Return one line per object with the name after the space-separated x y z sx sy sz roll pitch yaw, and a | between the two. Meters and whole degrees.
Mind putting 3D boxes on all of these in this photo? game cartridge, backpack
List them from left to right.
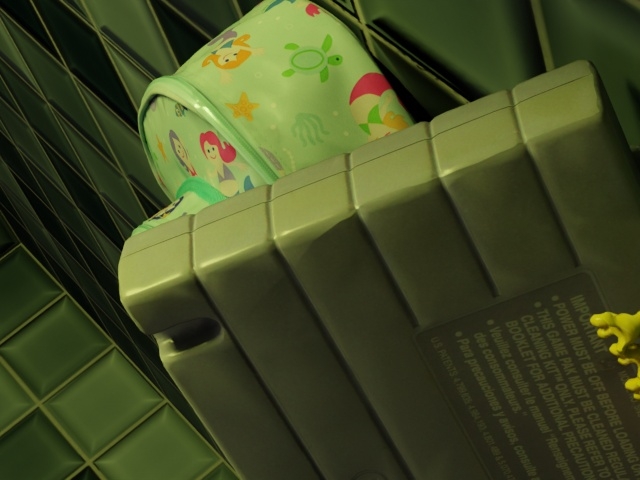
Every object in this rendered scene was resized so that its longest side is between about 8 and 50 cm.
0.000 0.000 0.955 0.253 0.191 0.225 57 168 -2 | backpack
0.088 0.096 0.821 0.068 0.230 0.355 -101 -15 -54 | game cartridge

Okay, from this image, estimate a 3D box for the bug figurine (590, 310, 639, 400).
0.228 0.094 0.645 0.279 0.072 0.216 23 155 55 | bug figurine
